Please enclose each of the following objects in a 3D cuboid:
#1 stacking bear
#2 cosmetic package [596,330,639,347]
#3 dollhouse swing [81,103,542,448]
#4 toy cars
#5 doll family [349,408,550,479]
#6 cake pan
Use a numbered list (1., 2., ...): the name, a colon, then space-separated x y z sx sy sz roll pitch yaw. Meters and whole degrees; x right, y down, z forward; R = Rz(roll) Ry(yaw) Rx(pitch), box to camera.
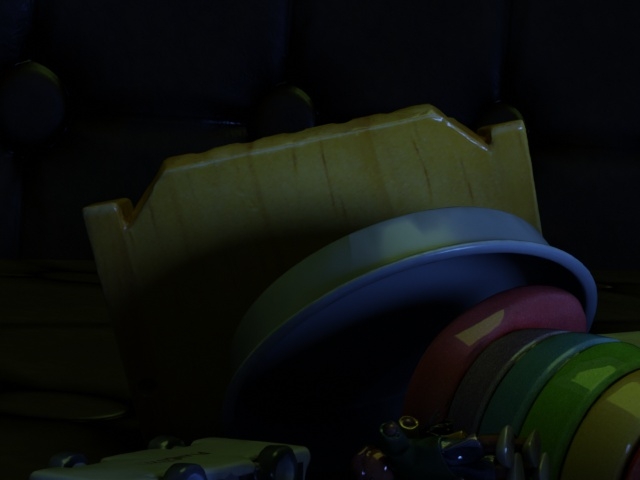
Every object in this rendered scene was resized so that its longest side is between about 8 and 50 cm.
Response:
1. stacking bear: 0.204 0.148 1.114 0.164 0.175 0.289 3 11 -43
2. cosmetic package: 0.353 0.152 1.516 0.284 0.097 0.377 2 5 -36
3. dollhouse swing: 0.000 0.000 1.513 0.346 0.315 0.305 -12 26 1
4. toy cars: -0.072 0.171 0.956 0.176 0.087 0.393 0 1 -8
5. doll family: 0.079 0.155 0.978 0.111 0.193 0.076 -9 33 24
6. cake pan: 0.060 0.075 1.288 0.293 0.054 0.293 -16 -33 -11
